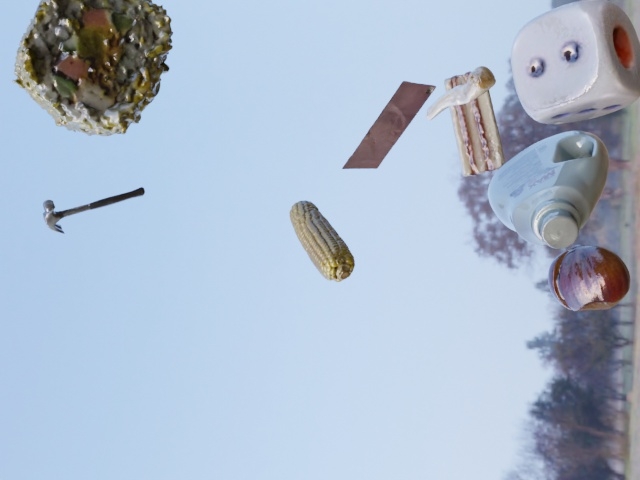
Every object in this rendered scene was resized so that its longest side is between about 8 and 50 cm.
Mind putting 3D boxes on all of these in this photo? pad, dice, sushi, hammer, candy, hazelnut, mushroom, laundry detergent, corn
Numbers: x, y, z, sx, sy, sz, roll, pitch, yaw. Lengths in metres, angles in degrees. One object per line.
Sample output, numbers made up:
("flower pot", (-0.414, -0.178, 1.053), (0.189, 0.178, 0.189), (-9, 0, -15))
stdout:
("pad", (0.117, -0.195, 1.217), (0.113, 0.006, 0.188), (-9, -38, -52))
("dice", (0.495, -0.339, 1.364), (0.193, 0.192, 0.194), (-6, -95, -45))
("sushi", (-0.557, -0.461, 1.779), (0.351, 0.240, 0.396), (26, -100, -23))
("hammer", (-0.540, -0.082, 1.701), (0.246, 0.029, 0.103), (-19, -32, -30))
("candy", (0.478, -0.360, 2.206), (0.179, 0.135, 0.321), (1, -101, -79))
("hazelnut", (0.679, 0.093, 1.777), (0.204, 0.178, 0.178), (164, 115, -74))
("mushroom", (0.302, -0.322, 1.571), (0.054, 0.202, 0.059), (53, -126, -9))
("laundry detergent", (0.467, -0.095, 1.415), (0.125, 0.264, 0.398), (53, -160, -11))
("corn", (0.000, 0.000, 2.152), (0.363, 0.120, 0.120), (57, 170, 49))
